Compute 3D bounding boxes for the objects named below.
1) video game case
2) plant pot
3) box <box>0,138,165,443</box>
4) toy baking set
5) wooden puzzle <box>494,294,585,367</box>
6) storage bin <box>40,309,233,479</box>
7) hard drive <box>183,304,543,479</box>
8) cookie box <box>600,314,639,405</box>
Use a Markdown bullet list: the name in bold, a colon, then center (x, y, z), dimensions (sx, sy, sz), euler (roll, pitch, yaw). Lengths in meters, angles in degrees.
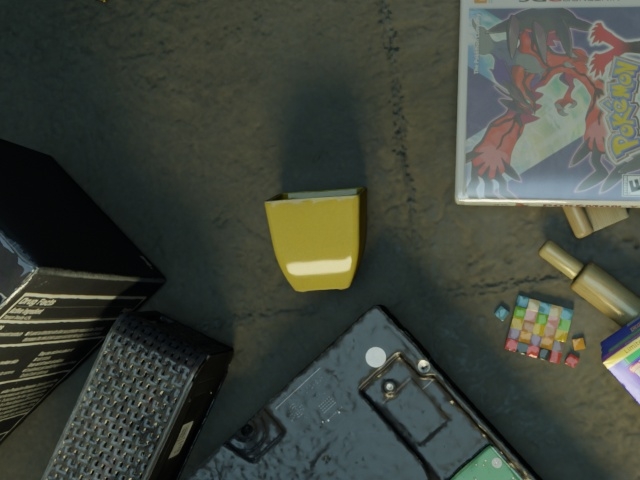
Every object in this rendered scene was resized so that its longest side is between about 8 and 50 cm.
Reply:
- **video game case**: center (0.210, -0.129, 0.916), dimensions (0.183, 0.023, 0.201), euler (1, 81, 9)
- **plant pot**: center (0.000, 0.000, 0.927), dimensions (0.081, 0.081, 0.083), euler (-3, 97, 8)
- **box**: center (-0.323, 0.067, 0.863), dimensions (0.294, 0.296, 0.183), euler (-43, 82, 4)
- **toy baking set**: center (0.319, 0.003, 0.900), dimensions (0.256, 0.030, 0.197), euler (42, 94, 8)
- **wooden puzzle**: center (0.192, 0.078, 0.928), dimensions (0.083, 0.006, 0.049), euler (15, 90, 9)
- **storage bin**: center (-0.157, 0.159, 0.919), dimensions (0.084, 0.122, 0.180), euler (26, 91, 9)
- **hard drive**: center (0.079, 0.255, 0.909), dimensions (0.237, 0.064, 0.339), euler (-44, 81, 4)
- **cookie box**: center (0.299, 0.105, 0.870), dimensions (0.092, 0.040, 0.107), euler (-40, 97, 21)
